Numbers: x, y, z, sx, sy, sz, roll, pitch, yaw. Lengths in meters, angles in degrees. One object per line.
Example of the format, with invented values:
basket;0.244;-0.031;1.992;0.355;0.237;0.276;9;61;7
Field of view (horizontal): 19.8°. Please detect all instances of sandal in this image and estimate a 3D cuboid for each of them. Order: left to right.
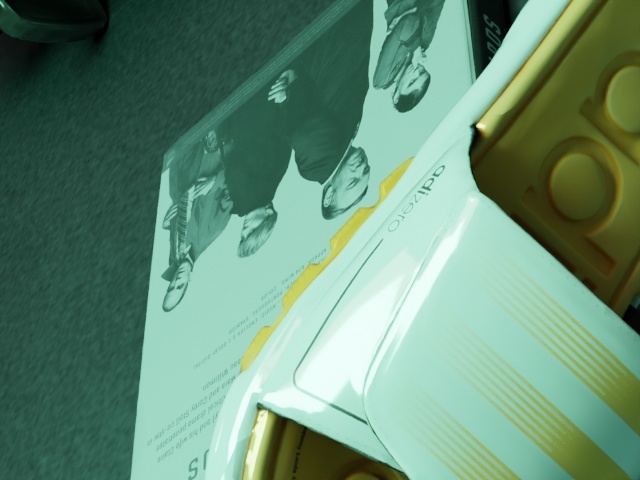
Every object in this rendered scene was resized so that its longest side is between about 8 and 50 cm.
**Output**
sandal;0.064;0.007;0.484;0.265;0.102;0.076;-59;25;-11

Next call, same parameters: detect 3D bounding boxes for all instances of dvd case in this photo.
dvd case;0.000;0.000;0.670;0.179;0.029;0.238;-38;33;29

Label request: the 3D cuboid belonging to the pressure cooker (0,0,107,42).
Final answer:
pressure cooker;-0.216;-0.330;1.000;0.420;0.375;0.370;-41;34;25
